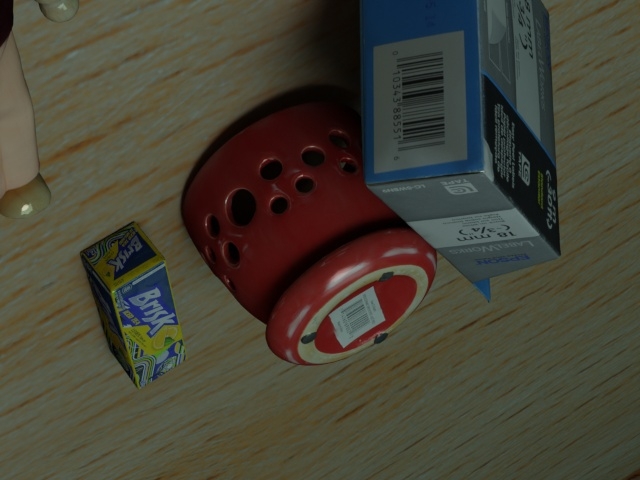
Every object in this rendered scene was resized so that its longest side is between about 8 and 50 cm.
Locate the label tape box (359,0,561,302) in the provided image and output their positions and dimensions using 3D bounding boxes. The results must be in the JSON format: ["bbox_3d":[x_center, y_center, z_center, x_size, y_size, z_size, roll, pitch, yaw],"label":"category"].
[{"bbox_3d":[0.140,-0.108,1.340,0.106,0.241,0.333,-8,160,22],"label":"label tape box"}]

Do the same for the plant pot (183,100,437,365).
[{"bbox_3d":[0.000,0.000,1.373,0.191,0.174,0.191,-27,152,-16],"label":"plant pot"}]

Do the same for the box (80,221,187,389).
[{"bbox_3d":[-0.165,0.061,1.398,0.059,0.054,0.169,-32,149,-18],"label":"box"}]

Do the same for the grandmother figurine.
[{"bbox_3d":[-0.244,-0.134,1.010,0.208,0.104,0.342,-54,161,-41],"label":"grandmother figurine"}]
